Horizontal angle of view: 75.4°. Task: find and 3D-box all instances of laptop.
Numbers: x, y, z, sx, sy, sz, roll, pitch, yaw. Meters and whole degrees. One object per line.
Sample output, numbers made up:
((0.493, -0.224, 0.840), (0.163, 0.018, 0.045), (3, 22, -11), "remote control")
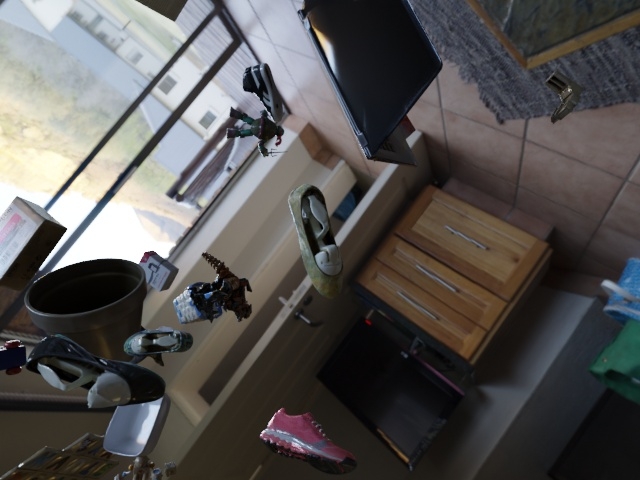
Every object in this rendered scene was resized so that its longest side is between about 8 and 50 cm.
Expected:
((0.135, -0.387, 0.863), (0.407, 0.236, 0.382), (-7, -109, -55), "laptop")

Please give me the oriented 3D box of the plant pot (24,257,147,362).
((-0.692, 0.250, 1.293), (0.323, 0.323, 0.281), (32, 131, 47), "plant pot")

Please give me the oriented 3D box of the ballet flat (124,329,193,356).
((-0.420, 0.256, 1.048), (0.070, 0.188, 0.070), (-9, -90, -85), "ballet flat")

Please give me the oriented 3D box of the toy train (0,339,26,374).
((-1.069, 0.378, 1.271), (0.143, 0.105, 0.248), (-6, 177, 35), "toy train")

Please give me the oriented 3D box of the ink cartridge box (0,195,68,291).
((-0.926, 0.007, 1.273), (0.193, 0.235, 0.088), (28, 171, 25), "ink cartridge box")

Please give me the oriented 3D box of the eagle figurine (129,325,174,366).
((-0.776, 0.458, 1.735), (0.226, 0.225, 0.298), (-11, 154, 15), "eagle figurine")

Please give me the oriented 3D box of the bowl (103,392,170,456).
((-0.399, 0.404, 0.923), (0.141, 0.142, 0.053), (-7, 144, 28), "bowl")

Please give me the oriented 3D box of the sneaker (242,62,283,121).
((-0.225, -0.555, 1.577), (0.121, 0.079, 0.217), (-1, 123, 22), "sneaker")

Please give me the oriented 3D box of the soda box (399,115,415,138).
((0.237, -0.362, 1.413), (0.083, 0.263, 0.092), (-26, 102, 38), "soda box")

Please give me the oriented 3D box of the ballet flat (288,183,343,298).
((0.000, 0.000, 1.209), (0.123, 0.123, 0.349), (126, 126, -85), "ballet flat")

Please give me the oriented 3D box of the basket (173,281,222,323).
((-0.572, 0.300, 2.089), (0.255, 0.288, 0.201), (29, -140, -76), "basket")

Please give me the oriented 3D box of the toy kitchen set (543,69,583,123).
((0.518, -0.311, 0.921), (0.075, 0.083, 0.068), (36, 156, 3), "toy kitchen set")

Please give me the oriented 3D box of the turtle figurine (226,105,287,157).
((-0.220, -0.407, 1.513), (0.233, 0.176, 0.118), (9, 172, -16), "turtle figurine")

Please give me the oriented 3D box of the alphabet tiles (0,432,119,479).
((-0.618, 0.550, 0.907), (0.011, 0.342, 0.285), (47, 162, 29), "alphabet tiles")

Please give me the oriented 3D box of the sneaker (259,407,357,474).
((-0.030, 0.591, 1.249), (0.313, 0.136, 0.116), (7, 136, 25), "sneaker")

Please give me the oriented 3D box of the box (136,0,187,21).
((-0.414, -0.633, 0.984), (0.170, 0.091, 0.130), (10, -130, -48), "box")

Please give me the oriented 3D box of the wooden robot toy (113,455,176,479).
((-0.500, 0.648, 1.178), (0.173, 0.079, 0.076), (2, -174, -17), "wooden robot toy")

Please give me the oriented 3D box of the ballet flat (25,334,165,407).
((-0.463, 0.285, 0.842), (0.280, 0.095, 0.096), (19, -158, 3), "ballet flat")

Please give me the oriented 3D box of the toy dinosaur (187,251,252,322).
((-0.384, 0.190, 1.606), (0.322, 0.218, 0.164), (60, 154, -8), "toy dinosaur")

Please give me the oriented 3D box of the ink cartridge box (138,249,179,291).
((-0.692, 0.128, 1.750), (0.150, 0.109, 0.063), (34, -168, 10), "ink cartridge box")
